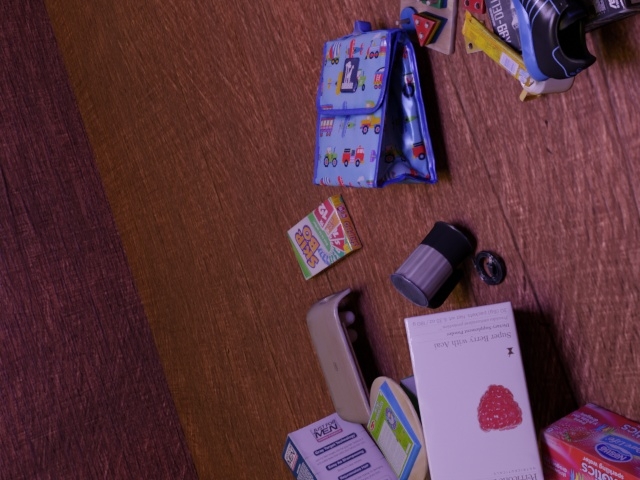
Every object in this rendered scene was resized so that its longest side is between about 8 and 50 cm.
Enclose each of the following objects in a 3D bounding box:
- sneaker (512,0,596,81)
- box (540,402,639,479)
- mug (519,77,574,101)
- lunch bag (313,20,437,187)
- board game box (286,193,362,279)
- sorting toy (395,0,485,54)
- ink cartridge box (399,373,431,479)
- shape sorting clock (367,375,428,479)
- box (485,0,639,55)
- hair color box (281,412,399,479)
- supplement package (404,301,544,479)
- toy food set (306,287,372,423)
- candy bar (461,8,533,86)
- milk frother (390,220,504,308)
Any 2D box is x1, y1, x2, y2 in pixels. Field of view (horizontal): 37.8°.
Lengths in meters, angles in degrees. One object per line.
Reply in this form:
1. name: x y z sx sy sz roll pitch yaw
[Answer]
1. sneaker: 0.294 -0.324 1.215 0.090 0.081 0.232 -3 112 56
2. box: 0.466 0.361 1.405 0.257 0.123 0.128 20 124 53
3. mug: 0.327 -0.234 1.371 0.062 0.064 0.078 34 133 45
4. lunch bag: 0.090 -0.245 1.673 0.221 0.138 0.293 8 102 61
5. board game box: 0.000 0.000 2.064 0.259 0.039 0.124 -38 73 61
6. sorting toy: 0.173 -0.385 1.558 0.274 0.046 0.132 35 134 45
7. ink cartridge box: 0.227 0.345 1.750 0.092 0.160 0.219 40 137 46
8. shape sorting clock: 0.142 0.344 1.688 0.206 0.040 0.206 47 147 45
9. box: 0.310 -0.430 1.280 0.242 0.077 0.307 -11 96 60
10. hair color box: 0.078 0.562 2.097 0.347 0.174 0.105 53 146 30
11. supplement package: 0.251 0.262 1.534 0.175 0.178 0.292 45 -145 -79
12. toy food set: 0.073 0.261 2.049 0.220 0.092 0.306 152 100 -71
13. candy bar: 0.257 -0.278 1.357 0.161 0.018 0.040 49 148 32
14. milk frother: 0.223 0.059 1.626 0.129 0.134 0.143 49 162 -25
